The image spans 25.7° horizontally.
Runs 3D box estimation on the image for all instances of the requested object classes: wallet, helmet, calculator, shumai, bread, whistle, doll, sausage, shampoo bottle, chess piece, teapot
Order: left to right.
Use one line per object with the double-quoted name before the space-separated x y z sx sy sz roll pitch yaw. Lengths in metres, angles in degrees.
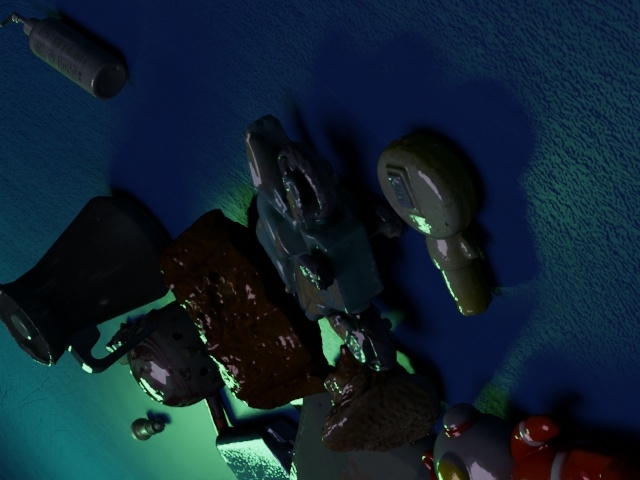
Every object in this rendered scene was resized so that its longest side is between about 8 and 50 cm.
"shampoo bottle" -0.319 -0.239 1.728 0.195 0.056 0.056 36 151 31
"teapot" -0.317 0.068 1.933 0.203 0.225 0.171 47 155 10
"chess piece" -0.302 0.332 2.483 0.042 0.042 0.093 55 149 -9
"helmet" -0.219 0.181 2.032 0.153 0.107 0.177 51 139 -6
"sausage" -0.168 0.244 2.152 0.025 0.028 0.198 5 134 24
"bread" -0.087 0.074 1.632 0.246 0.135 0.232 56 175 31
"calculator" -0.064 0.344 2.085 0.173 0.051 0.293 53 155 -6
"shumai" 0.060 0.172 1.593 0.145 0.146 0.116 87 161 -51
"wallet" 0.096 0.338 1.718 0.360 0.083 0.252 35 126 34
"whistle" 0.111 -0.010 1.314 0.104 0.057 0.198 18 138 50
"doll" 0.211 0.250 1.438 0.336 0.105 0.199 5 129 56

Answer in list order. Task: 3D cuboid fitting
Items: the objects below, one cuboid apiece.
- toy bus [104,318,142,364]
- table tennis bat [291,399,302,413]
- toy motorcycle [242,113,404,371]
"toy bus" -0.300 0.165 2.244 0.061 0.051 0.153 44 156 -14
"table tennis bat" -0.012 0.220 1.878 0.158 0.014 0.095 43 153 20
"toy motorcycle" -0.001 -0.001 1.480 0.198 0.109 0.296 39 156 45
